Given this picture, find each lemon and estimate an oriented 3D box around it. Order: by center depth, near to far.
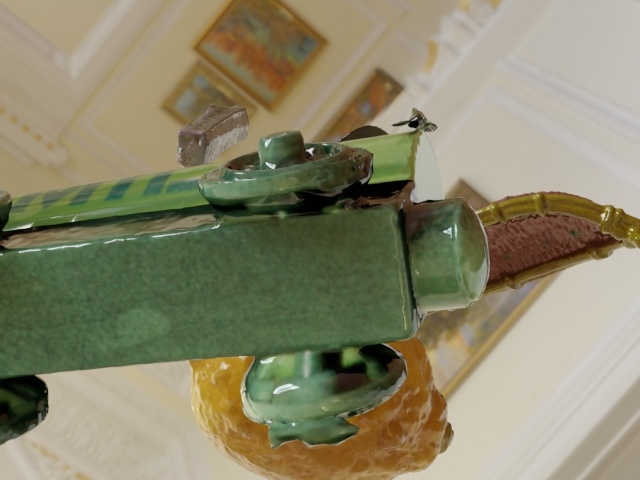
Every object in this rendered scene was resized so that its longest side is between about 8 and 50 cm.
[{"bbox_3d":[0.001,0.094,0.751,0.187,0.142,0.142,21,-172,-2],"label":"lemon"}]

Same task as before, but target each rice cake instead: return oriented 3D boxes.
[{"bbox_3d":[-0.111,-0.113,1.214,0.036,0.047,0.207,12,-163,6],"label":"rice cake"}]

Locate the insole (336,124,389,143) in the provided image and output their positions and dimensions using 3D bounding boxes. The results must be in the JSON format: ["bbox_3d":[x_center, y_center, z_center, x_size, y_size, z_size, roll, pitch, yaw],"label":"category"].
[{"bbox_3d":[0.000,0.000,1.043,0.080,0.232,0.003,32,-168,-4],"label":"insole"}]

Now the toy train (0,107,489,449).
[{"bbox_3d":[-0.059,0.009,0.441,0.157,0.253,0.105,-49,-50,-71],"label":"toy train"}]

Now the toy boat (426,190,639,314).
[{"bbox_3d":[0.194,0.016,1.248,0.141,0.317,0.099,49,-150,-39],"label":"toy boat"}]
